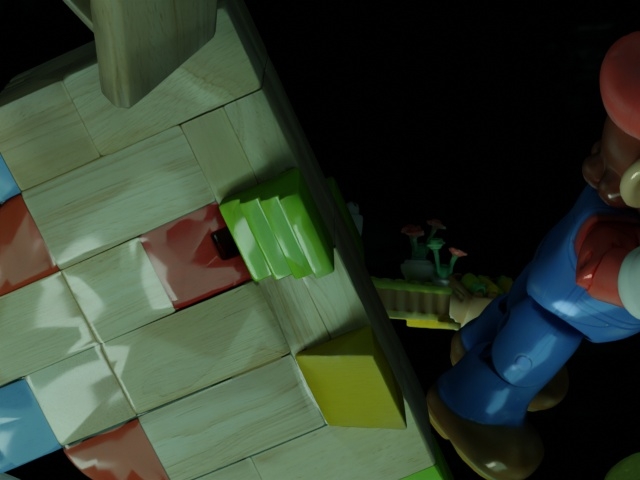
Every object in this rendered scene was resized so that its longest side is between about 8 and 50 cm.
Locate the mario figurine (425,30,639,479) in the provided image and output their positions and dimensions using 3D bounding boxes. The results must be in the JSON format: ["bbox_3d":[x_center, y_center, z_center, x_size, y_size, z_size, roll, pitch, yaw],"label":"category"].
[{"bbox_3d":[0.199,0.019,1.018,0.170,0.198,0.320,10,133,-28],"label":"mario figurine"}]

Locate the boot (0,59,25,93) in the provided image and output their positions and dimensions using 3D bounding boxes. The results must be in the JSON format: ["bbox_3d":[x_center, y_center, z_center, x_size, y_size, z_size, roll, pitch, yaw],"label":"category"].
[{"bbox_3d":[-0.228,-0.025,1.156,0.246,0.094,0.207,17,130,46],"label":"boot"}]

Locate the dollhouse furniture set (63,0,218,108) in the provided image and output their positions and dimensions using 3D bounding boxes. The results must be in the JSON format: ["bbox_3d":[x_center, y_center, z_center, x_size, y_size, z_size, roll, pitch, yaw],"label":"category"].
[{"bbox_3d":[-0.271,-0.088,0.761,0.256,0.394,0.362,46,166,8],"label":"dollhouse furniture set"}]

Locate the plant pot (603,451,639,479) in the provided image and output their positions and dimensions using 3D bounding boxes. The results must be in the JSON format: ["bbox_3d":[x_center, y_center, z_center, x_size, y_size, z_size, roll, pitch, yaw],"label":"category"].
[{"bbox_3d":[0.274,0.312,1.301,0.274,0.293,0.275,7,143,5],"label":"plant pot"}]

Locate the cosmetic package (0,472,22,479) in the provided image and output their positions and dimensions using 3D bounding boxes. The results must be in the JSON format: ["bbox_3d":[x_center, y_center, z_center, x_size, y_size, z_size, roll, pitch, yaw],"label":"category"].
[{"bbox_3d":[-0.247,0.369,1.555,0.453,0.230,0.161,26,139,-20],"label":"cosmetic package"}]

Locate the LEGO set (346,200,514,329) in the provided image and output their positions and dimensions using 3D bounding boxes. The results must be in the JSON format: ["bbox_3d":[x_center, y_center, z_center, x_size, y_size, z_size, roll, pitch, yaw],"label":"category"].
[{"bbox_3d":[0.000,0.000,1.158,0.287,0.107,0.132,4,177,2],"label":"LEGO set"}]

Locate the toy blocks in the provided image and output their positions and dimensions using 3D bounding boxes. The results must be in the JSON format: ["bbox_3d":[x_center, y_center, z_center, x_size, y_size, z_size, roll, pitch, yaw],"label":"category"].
[{"bbox_3d":[-0.110,0.038,1.001,0.261,0.191,0.381,-23,107,7],"label":"toy blocks"}]
